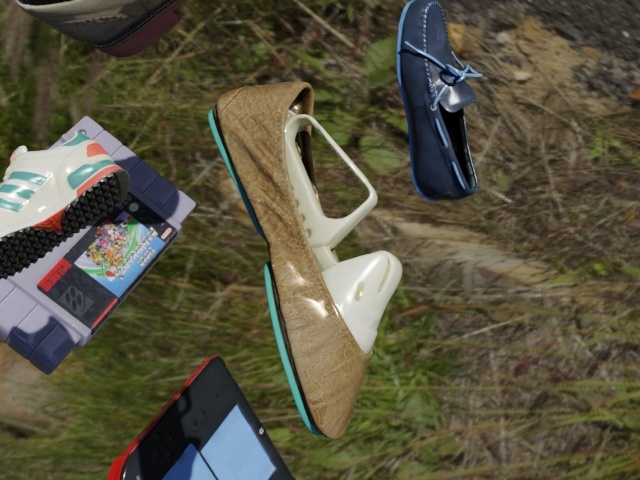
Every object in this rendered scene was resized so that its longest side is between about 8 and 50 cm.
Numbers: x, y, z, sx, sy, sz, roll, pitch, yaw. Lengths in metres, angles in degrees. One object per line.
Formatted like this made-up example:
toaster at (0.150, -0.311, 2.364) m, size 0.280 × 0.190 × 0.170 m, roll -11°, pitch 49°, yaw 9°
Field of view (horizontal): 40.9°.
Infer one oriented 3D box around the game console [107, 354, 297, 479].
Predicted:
game console at (-0.197, 0.460, 1.592) m, size 0.060 × 0.342 × 0.386 m, roll -7°, pitch 119°, yaw 41°

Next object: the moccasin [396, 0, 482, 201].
moccasin at (0.216, -0.237, 1.451) m, size 0.117 × 0.138 × 0.342 m, roll 6°, pitch 117°, yaw 39°

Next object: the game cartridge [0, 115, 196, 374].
game cartridge at (-0.357, -0.004, 1.234) m, size 0.230 × 0.355 × 0.068 m, roll 36°, pitch 141°, yaw -2°

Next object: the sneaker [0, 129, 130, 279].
sneaker at (-0.237, -0.030, 0.683) m, size 0.161 × 0.057 × 0.075 m, roll -34°, pitch 67°, yaw -17°

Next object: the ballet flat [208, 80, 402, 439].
ballet flat at (0.000, 0.000, 0.780) m, size 0.124 × 0.116 × 0.342 m, roll -22°, pitch 71°, yaw 12°

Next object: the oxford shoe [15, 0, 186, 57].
oxford shoe at (-0.132, -0.286, 0.750) m, size 0.348 × 0.130 × 0.123 m, roll -37°, pitch 68°, yaw 29°
